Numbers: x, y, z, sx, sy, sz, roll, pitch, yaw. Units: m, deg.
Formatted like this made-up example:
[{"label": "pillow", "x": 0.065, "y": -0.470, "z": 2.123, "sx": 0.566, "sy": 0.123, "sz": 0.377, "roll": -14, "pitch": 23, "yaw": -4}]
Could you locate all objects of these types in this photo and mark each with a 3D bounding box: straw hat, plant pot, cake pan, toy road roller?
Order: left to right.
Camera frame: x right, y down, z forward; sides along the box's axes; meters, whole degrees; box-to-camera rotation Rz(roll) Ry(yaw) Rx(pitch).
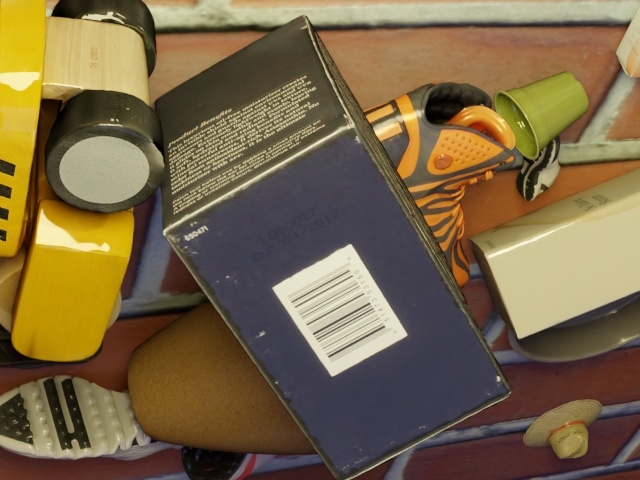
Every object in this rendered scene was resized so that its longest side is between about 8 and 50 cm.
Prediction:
[{"label": "toy road roller", "x": -0.274, "y": -0.067, "z": 1.138, "sx": 0.241, "sy": 0.202, "sz": 0.329, "roll": 6, "pitch": 134, "yaw": -16}, {"label": "plant pot", "x": -0.084, "y": 0.152, "z": 1.539, "sx": 0.254, "sy": 0.237, "sz": 0.237, "roll": -15, "pitch": 149, "yaw": 18}, {"label": "plant pot", "x": 0.241, "y": -0.141, "z": 1.417, "sx": 0.079, "sy": 0.083, "sz": 0.083, "roll": -30, "pitch": 147, "yaw": -11}, {"label": "straw hat", "x": 0.405, "y": 0.322, "z": 2.150, "sx": 0.145, "sy": 0.061, "sz": 0.144, "roll": -14, "pitch": 145, "yaw": -10}, {"label": "cake pan", "x": 0.381, "y": 0.061, "z": 1.783, "sx": 0.293, "sy": 0.054, "sz": 0.293, "roll": -14, "pitch": 146, "yaw": -10}]

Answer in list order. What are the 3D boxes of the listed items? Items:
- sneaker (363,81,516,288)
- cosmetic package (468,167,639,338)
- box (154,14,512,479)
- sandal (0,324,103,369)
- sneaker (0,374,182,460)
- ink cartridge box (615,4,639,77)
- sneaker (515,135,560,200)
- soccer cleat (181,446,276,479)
[{"label": "sneaker", "x": 0.142, "y": -0.051, "z": 1.437, "sx": 0.180, "sy": 0.124, "sz": 0.321, "roll": -28, "pitch": 145, "yaw": 12}, {"label": "cosmetic package", "x": 0.344, "y": -0.003, "z": 1.563, "sx": 0.310, "sy": 0.113, "sz": 0.160, "roll": -21, "pitch": -173, "yaw": 1}, {"label": "box", "x": 0.000, "y": 0.000, "z": 1.187, "sx": 0.183, "sy": 0.294, "sz": 0.296, "roll": -29, "pitch": 116, "yaw": 7}, {"label": "sandal", "x": -0.340, "y": 0.099, "z": 1.445, "sx": 0.060, "sy": 0.090, "sz": 0.219, "roll": -21, "pitch": 161, "yaw": 41}, {"label": "sneaker", "x": -0.269, "y": 0.231, "z": 1.635, "sx": 0.292, "sy": 0.110, "sz": 0.118, "roll": 1, "pitch": 149, "yaw": -29}, {"label": "ink cartridge box", "x": 0.407, "y": -0.249, "z": 1.378, "sx": 0.145, "sy": 0.045, "sz": 0.179, "roll": -8, "pitch": 146, "yaw": -20}, {"label": "sneaker", "x": 0.257, "y": -0.092, "z": 1.526, "sx": 0.044, "sy": 0.040, "sz": 0.109, "roll": -26, "pitch": 153, "yaw": -23}, {"label": "soccer cleat", "x": -0.048, "y": 0.215, "z": 1.743, "sx": 0.318, "sy": 0.108, "sz": 0.116, "roll": -42, "pitch": 163, "yaw": 24}]
